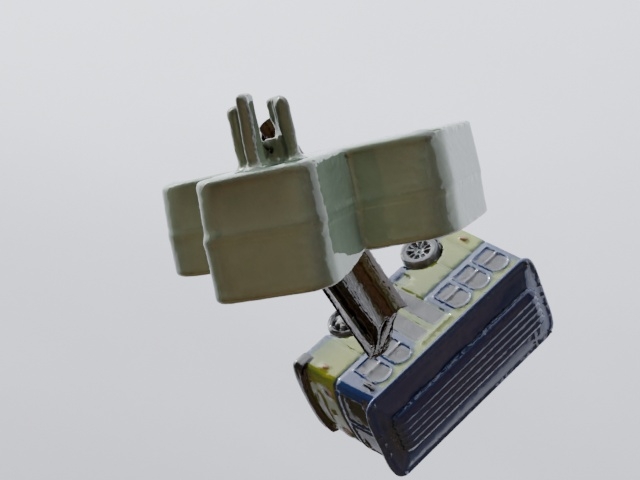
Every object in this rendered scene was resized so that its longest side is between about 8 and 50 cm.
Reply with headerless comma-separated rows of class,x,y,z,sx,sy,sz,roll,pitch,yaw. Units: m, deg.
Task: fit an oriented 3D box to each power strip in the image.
power strip,-0.012,-0.047,1.138,0.229,0.261,0.141,-10,-85,18

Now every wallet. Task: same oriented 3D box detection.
wallet,0.000,0.000,1.533,0.039,0.243,0.133,-27,-17,-19

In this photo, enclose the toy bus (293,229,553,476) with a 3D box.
toy bus,0.127,0.128,1.837,0.175,0.288,0.138,28,-28,44
